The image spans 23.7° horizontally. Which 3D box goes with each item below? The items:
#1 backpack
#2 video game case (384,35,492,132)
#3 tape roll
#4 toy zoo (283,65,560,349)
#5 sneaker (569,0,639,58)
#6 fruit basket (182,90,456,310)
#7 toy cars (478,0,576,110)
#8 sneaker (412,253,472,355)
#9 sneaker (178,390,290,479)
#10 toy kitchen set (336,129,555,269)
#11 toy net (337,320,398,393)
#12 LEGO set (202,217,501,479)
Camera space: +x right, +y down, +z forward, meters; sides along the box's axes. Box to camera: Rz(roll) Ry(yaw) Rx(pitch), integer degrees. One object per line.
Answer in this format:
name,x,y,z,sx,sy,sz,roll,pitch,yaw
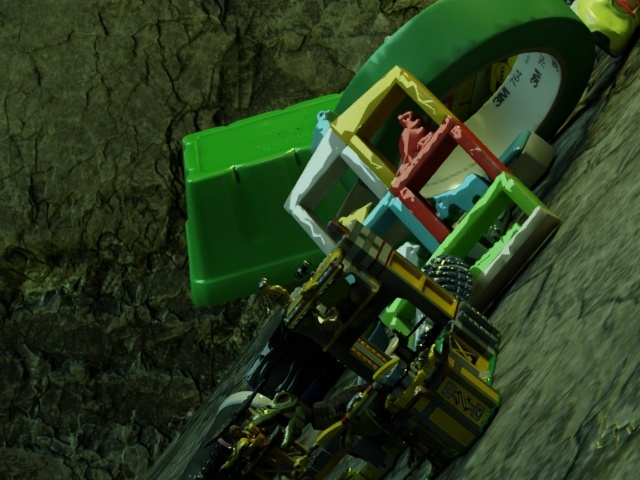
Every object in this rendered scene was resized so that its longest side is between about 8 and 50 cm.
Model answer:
backpack,-0.034,0.180,2.048,0.120,0.098,0.101,-53,-25,-19
video game case,0.162,-0.170,1.891,0.285,0.025,0.204,-17,-54,-46
tape roll,0.158,-0.151,1.709,0.321,0.077,0.321,-28,-26,-16
toy zoo,0.080,-0.041,1.514,0.192,0.293,0.030,-50,-35,15
sneaker,0.361,-0.292,1.798,0.094,0.081,0.208,-46,6,40
fruit basket,0.000,0.000,2.086,0.392,0.392,0.283,-51,21,16
toy cars,0.314,-0.293,1.910,0.087,0.176,0.393,17,69,39
sneaker,0.105,0.076,1.412,0.058,0.052,0.135,107,177,-61
sneaker,-0.128,0.307,1.944,0.147,0.104,0.296,-57,0,-38
toy kitchen set,0.137,-0.064,1.658,0.122,0.166,0.207,-50,4,35
toy net,0.046,0.147,1.699,0.122,0.045,0.232,-52,4,-4
LEGO set,-0.007,0.137,1.261,0.331,0.192,0.255,-50,4,30
